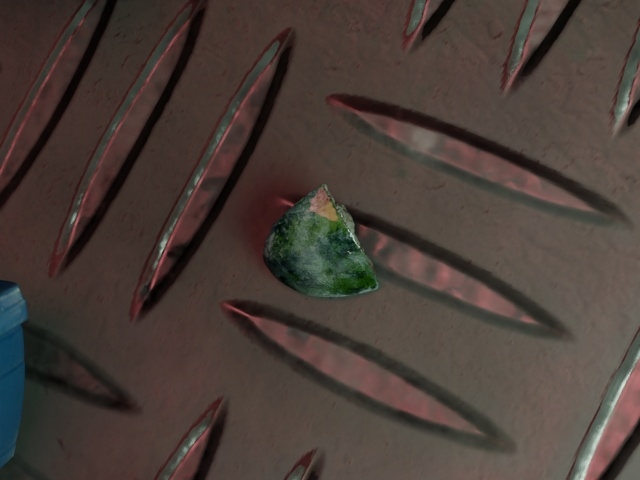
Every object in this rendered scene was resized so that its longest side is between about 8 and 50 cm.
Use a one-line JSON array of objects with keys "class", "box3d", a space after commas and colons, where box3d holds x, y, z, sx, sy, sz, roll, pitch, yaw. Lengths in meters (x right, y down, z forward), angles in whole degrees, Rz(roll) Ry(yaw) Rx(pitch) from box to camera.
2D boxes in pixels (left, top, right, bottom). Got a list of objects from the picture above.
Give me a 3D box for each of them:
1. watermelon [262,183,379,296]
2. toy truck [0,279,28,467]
[{"class": "watermelon", "box3d": [0.000, 0.000, 1.153, 0.085, 0.085, 0.061, 14, 38, 25]}, {"class": "toy truck", "box3d": [-0.391, 0.093, 1.200, 0.385, 0.161, 0.162, 0, 103, 22]}]
